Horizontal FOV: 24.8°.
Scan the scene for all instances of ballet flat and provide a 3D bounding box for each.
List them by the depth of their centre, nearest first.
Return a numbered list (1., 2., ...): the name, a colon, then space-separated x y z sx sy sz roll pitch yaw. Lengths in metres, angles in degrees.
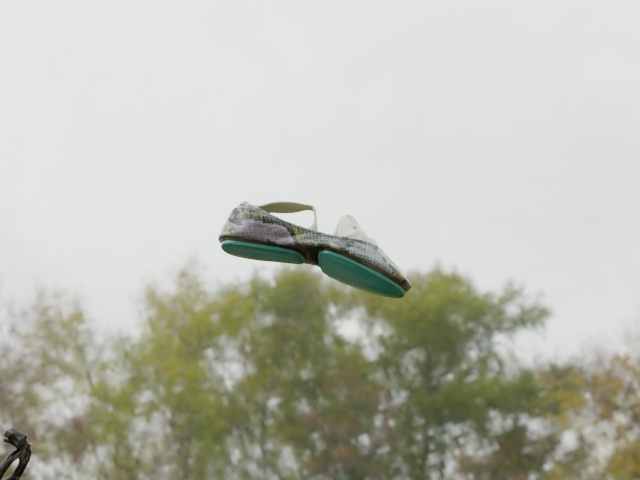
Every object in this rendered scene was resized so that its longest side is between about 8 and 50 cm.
1. ballet flat: 0.000 0.000 0.829 0.114 0.041 0.041 15 -28 9

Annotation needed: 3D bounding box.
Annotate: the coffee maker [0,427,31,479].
1. coffee maker: -0.299 0.166 0.911 0.171 0.178 0.120 -52 -18 -31
